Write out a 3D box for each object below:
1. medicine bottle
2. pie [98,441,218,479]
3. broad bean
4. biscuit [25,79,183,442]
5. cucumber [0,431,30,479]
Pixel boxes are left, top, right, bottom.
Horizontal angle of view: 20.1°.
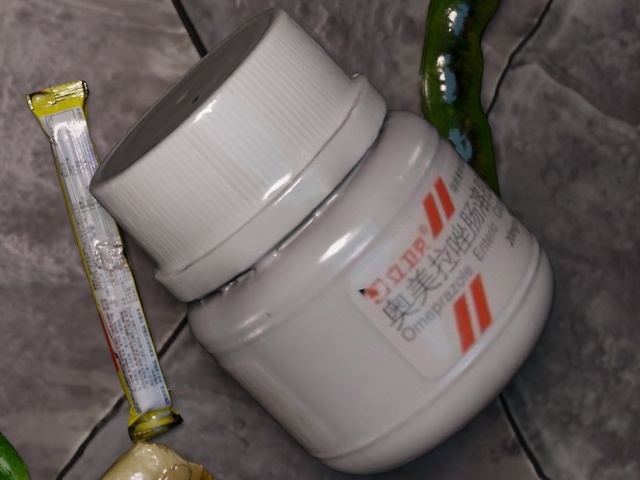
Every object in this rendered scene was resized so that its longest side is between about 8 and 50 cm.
[{"bbox_3d":[0.000,0.000,1.370,0.306,0.245,0.245,45,79,-14],"label":"medicine bottle"},{"bbox_3d":[-0.187,0.283,1.404,0.282,0.068,0.128,-56,144,-13],"label":"pie"},{"bbox_3d":[0.149,-0.163,1.515,0.144,0.049,0.292,28,83,-19],"label":"broad bean"},{"bbox_3d":[-0.169,0.018,1.428,0.048,0.026,0.292,-17,98,-13],"label":"biscuit"},{"bbox_3d":[-0.276,0.143,1.392,0.037,0.037,0.155,-46,106,-11],"label":"cucumber"}]
